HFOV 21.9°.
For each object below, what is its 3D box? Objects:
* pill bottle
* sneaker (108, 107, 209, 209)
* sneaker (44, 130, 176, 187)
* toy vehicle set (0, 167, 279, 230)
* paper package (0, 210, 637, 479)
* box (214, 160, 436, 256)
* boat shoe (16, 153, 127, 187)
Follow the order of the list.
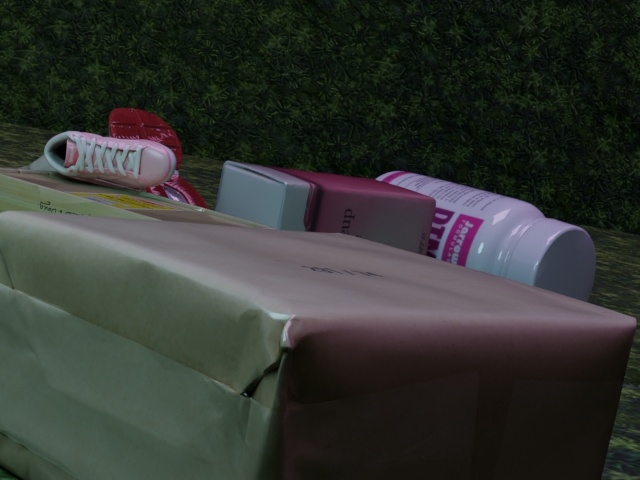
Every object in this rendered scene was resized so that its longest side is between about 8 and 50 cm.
[{"bbox_3d":[0.184,0.017,2.025,0.283,0.160,0.160,16,9,40],"label":"pill bottle"},{"bbox_3d":[-0.197,-0.039,1.803,0.087,0.128,0.221,6,38,-28],"label":"sneaker"},{"bbox_3d":[-0.217,-0.081,1.664,0.134,0.051,0.070,11,7,22],"label":"sneaker"},{"bbox_3d":[-0.193,-0.025,1.603,0.267,0.035,0.166,16,7,31],"label":"toy vehicle set"},{"bbox_3d":[-0.014,0.091,1.059,0.325,0.168,0.309,3,10,-44],"label":"paper package"},{"bbox_3d":[0.000,0.000,1.917,0.232,0.149,0.127,4,10,-39],"label":"box"},{"bbox_3d":[-0.256,-0.040,1.868,0.094,0.109,0.302,-30,-12,18],"label":"boat shoe"}]
